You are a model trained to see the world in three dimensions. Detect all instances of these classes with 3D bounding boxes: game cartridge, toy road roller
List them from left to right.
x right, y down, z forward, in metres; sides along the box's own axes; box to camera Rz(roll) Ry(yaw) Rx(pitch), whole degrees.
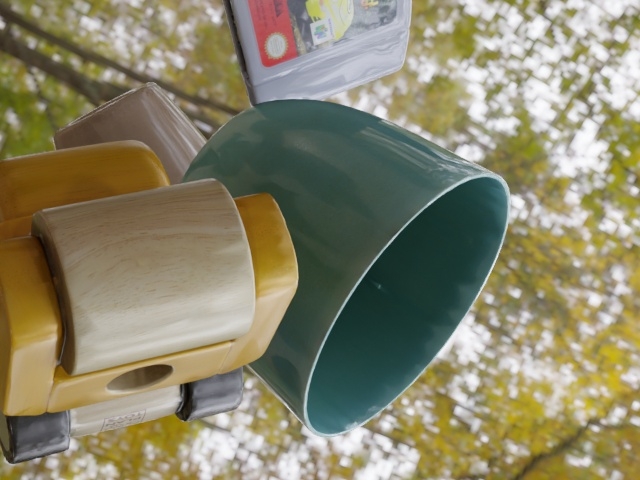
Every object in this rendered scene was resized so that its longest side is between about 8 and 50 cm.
[{"bbox_3d":[-0.170,0.012,1.078,0.329,0.203,0.240,122,-48,-61],"label":"toy road roller"},{"bbox_3d":[-0.005,-0.269,1.435,0.196,0.294,0.060,-25,-134,-11],"label":"game cartridge"}]

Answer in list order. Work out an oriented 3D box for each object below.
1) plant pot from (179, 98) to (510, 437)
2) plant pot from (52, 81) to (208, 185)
[{"bbox_3d":[0.000,0.000,1.336,0.235,0.293,0.293,37,-78,25],"label":"plant pot"},{"bbox_3d":[-0.226,-0.068,1.781,0.263,0.229,0.263,-27,-168,6],"label":"plant pot"}]
